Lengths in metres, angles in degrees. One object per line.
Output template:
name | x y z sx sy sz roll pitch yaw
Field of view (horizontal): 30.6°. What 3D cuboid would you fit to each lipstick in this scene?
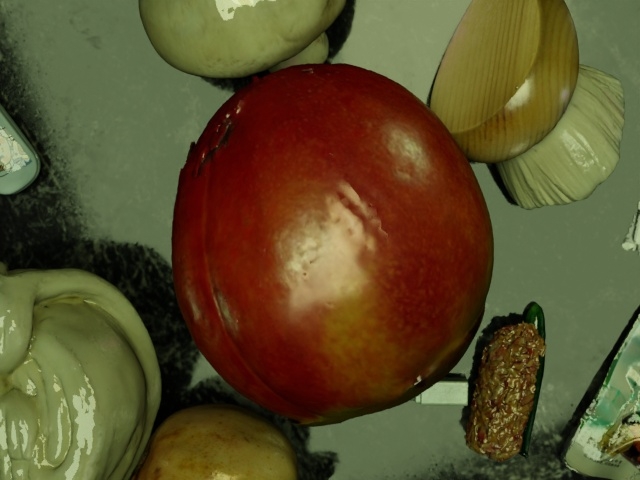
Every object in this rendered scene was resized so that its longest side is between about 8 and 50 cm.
lipstick | 0.110 0.179 1.394 0.129 0.030 0.030 0 94 3

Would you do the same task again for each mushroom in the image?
mushroom | -0.075 -0.272 1.299 0.260 0.254 0.234 -41 135 -14

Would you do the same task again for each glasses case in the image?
glasses case | -0.404 -0.135 1.392 0.067 0.045 0.178 -37 92 5

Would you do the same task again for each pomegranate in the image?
pomegranate | -0.119 0.287 1.330 0.207 0.207 0.207 0 94 3

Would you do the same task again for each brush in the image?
brush | 0.241 -0.183 1.311 0.166 0.174 0.267 30 59 -30

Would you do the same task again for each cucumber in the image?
cucumber | 0.247 0.167 1.385 0.033 0.036 0.184 8 93 1

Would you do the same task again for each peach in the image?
peach | 0.000 0.000 1.231 0.370 0.370 0.370 0 94 3

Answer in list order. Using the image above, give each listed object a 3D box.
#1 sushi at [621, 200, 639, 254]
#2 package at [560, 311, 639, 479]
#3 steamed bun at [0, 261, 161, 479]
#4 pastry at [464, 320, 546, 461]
sushi | 0.485 -0.043 1.356 0.210 0.040 0.193 20 94 1
package | 0.402 0.201 1.378 0.166 0.040 0.232 32 94 1
steamed bun | -0.332 0.174 1.301 0.367 0.255 0.343 -5 96 35
pastry | 0.208 0.175 1.354 0.063 0.087 0.169 7 95 -35
